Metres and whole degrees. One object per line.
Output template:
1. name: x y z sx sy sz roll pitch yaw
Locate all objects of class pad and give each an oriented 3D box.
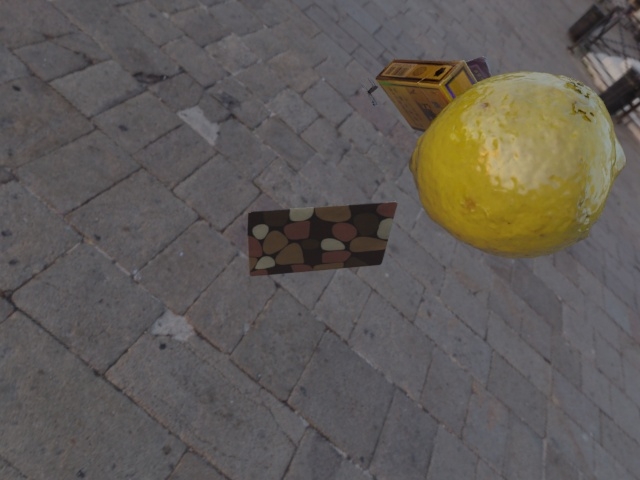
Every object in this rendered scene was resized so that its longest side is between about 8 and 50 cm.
1. pad: 0.000 0.000 0.829 0.235 0.158 0.003 -4 49 -10

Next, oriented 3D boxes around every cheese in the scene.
1. cheese: 0.433 -0.392 1.310 0.191 0.105 0.042 39 72 -29

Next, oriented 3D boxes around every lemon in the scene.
1. lemon: 0.349 -0.138 0.959 0.350 0.387 0.350 5 90 -65

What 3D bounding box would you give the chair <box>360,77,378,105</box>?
1. chair: 0.171 -0.489 1.678 0.086 0.042 0.037 61 30 5

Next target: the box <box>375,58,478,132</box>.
1. box: 0.283 -0.349 1.265 0.193 0.084 0.301 43 -1 -30
